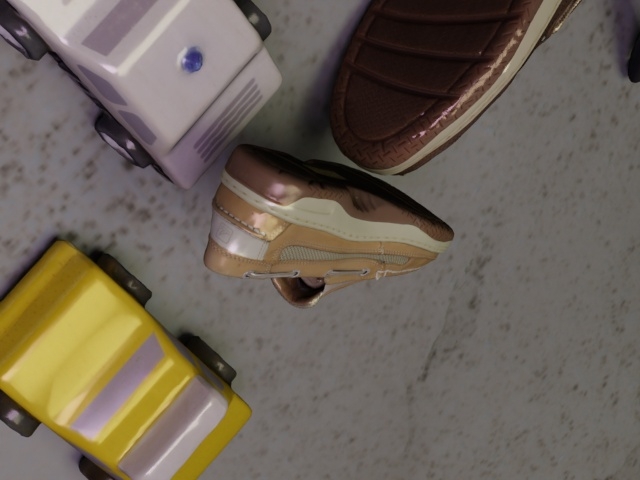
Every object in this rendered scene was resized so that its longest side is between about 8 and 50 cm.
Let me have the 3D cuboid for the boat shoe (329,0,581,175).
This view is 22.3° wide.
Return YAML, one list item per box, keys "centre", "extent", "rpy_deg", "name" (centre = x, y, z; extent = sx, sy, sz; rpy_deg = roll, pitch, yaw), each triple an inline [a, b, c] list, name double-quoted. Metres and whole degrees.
- centre: [0.107, -0.136, 0.911]
  extent: [0.257, 0.095, 0.095]
  rpy_deg: [-53, 148, 0]
  name: "boat shoe"

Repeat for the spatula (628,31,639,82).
- centre: [0.213, -0.177, 0.957]
  extent: [0.084, 0.030, 0.296]
  rpy_deg: [-43, 158, -20]
  name: "spatula"

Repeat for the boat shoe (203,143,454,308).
- centre: [0.000, 0.000, 0.830]
  extent: [0.190, 0.068, 0.072]
  rpy_deg: [13, 107, -55]
  name: "boat shoe"

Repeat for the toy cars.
- centre: [-0.085, -0.003, 0.817]
  extent: [0.176, 0.087, 0.393]
  rpy_deg: [-17, 126, -36]
  name: "toy cars"
